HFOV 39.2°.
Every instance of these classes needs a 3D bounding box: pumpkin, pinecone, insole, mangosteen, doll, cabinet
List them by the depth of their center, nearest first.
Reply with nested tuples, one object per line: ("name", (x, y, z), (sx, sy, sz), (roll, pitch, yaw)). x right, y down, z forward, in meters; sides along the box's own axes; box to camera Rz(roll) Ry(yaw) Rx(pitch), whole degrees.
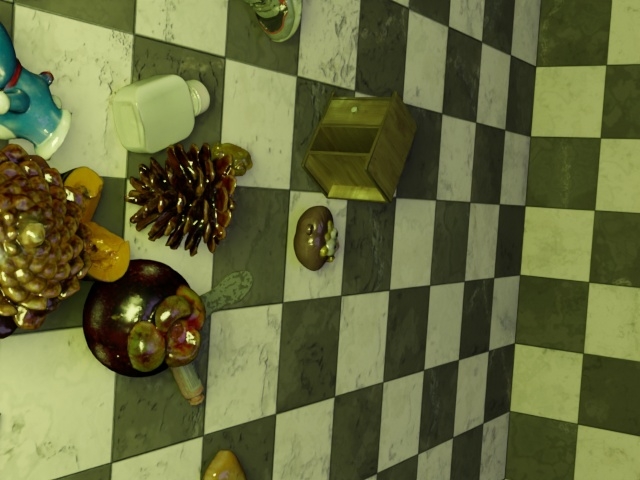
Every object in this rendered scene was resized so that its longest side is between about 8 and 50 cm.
("pinecone", (-0.447, 0.012, 1.176), (0.264, 0.264, 0.264), (-13, 106, -56))
("doll", (-0.454, -0.209, 1.194), (0.161, 0.215, 0.257), (-53, 127, -10))
("pumpkin", (-0.382, -0.019, 1.397), (0.119, 0.108, 0.183), (-40, 118, -57))
("mangosteen", (-0.289, 0.128, 1.477), (0.210, 0.210, 0.210), (-13, 106, -56))
("pinecone", (-0.238, -0.074, 1.548), (0.208, 0.208, 0.207), (-13, 106, -56))
("insole", (-0.195, 0.109, 1.802), (0.193, 0.006, 0.065), (-33, 122, -51))
("doll", (0.003, -0.009, 2.021), (0.188, 0.096, 0.145), (-18, 118, -66))
("cabinet", (0.090, -0.219, 2.044), (0.148, 0.175, 0.215), (50, 55, -49))

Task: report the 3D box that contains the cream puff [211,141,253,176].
("cream puff", (-0.177, -0.154, 1.750), (0.058, 0.083, 0.083), (-56, 180, 37))

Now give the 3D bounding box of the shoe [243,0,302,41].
("shoe", (-0.113, -0.490, 1.748), (0.125, 0.099, 0.227), (-49, 129, -53))

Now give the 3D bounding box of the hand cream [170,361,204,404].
("hand cream", (-0.267, 0.217, 1.680), (0.067, 0.043, 0.209), (-46, 126, -47))

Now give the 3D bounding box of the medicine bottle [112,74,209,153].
("medicine bottle", (-0.274, -0.228, 1.569), (0.183, 0.069, 0.119), (-35, 123, -49))

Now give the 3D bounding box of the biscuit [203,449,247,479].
("biscuit", (-0.203, 0.596, 1.816), (0.237, 0.062, 0.290), (-46, 130, -43))
